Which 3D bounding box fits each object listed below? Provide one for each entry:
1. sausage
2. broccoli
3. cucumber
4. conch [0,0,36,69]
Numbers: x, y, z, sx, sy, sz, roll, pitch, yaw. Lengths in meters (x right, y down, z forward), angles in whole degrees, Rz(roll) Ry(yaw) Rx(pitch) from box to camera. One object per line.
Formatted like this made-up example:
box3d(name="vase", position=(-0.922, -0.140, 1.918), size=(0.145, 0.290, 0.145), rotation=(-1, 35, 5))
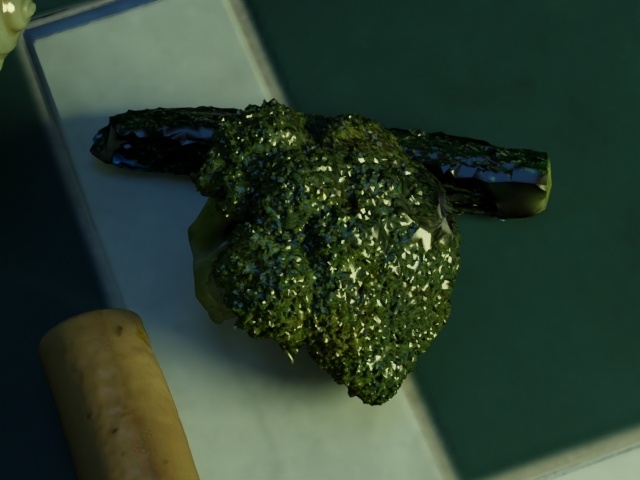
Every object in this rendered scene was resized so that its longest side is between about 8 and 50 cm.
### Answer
box3d(name="sausage", position=(-0.076, 0.167, 0.866), size=(0.066, 0.066, 0.301), rotation=(-14, 61, -7))
box3d(name="broccoli", position=(0.000, 0.000, 0.920), size=(0.138, 0.162, 0.145), rotation=(-17, 45, 26))
box3d(name="cucumber", position=(-0.001, -0.047, 1.002), size=(0.257, 0.043, 0.044), rotation=(7, 55, 6))
box3d(name="conch", position=(-0.297, -0.064, 0.927), size=(0.319, 0.215, 0.303), rotation=(-20, 49, 26))
